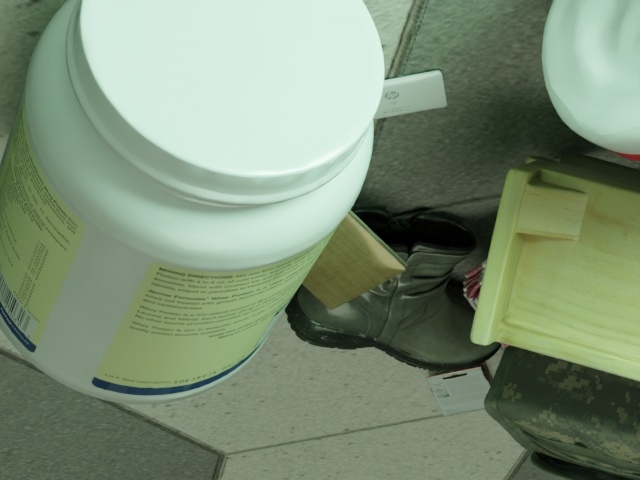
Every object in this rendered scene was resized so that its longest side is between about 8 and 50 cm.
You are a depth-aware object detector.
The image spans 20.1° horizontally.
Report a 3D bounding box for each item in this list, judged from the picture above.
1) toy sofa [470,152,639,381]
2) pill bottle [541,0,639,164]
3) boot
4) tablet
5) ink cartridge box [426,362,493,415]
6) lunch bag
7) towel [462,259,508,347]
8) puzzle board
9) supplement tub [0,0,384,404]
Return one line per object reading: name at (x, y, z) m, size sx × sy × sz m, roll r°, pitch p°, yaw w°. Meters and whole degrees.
toy sofa at (0.316, 0.045, 1.433) m, size 0.363 × 0.150 × 0.177 m, roll 15°, pitch -168°, yaw 18°
pill bottle at (0.324, -0.110, 1.316) m, size 0.318 × 0.176 × 0.176 m, roll 19°, pitch 143°, yaw -41°
boot at (0.102, 0.043, 1.662) m, size 0.246 × 0.083 × 0.161 m, roll 7°, pitch 143°, yaw -29°
tablet at (0.057, -0.112, 1.424) m, size 0.083 × 0.006 × 0.054 m, roll -11°, pitch 152°, yaw 4°
ink cartridge box at (0.150, 0.151, 1.930) m, size 0.063 × 0.029 × 0.115 m, roll -12°, pitch 151°, yaw 9°
lunch bag at (0.323, 0.171, 1.793) m, size 0.235 × 0.169 × 0.287 m, roll 13°, pitch 164°, yaw 28°
towel at (0.231, 0.022, 1.647) m, size 0.197 × 0.029 × 0.144 m, roll -31°, pitch 149°, yaw 6°
puzzle board at (0.000, 0.000, 1.560) m, size 0.096 × 0.011 × 0.128 m, roll -30°, pitch 116°, yaw 38°
supplement tub at (-0.101, -0.048, 1.257) m, size 0.235 × 0.235 × 0.325 m, roll 2°, pitch 151°, yaw -19°
